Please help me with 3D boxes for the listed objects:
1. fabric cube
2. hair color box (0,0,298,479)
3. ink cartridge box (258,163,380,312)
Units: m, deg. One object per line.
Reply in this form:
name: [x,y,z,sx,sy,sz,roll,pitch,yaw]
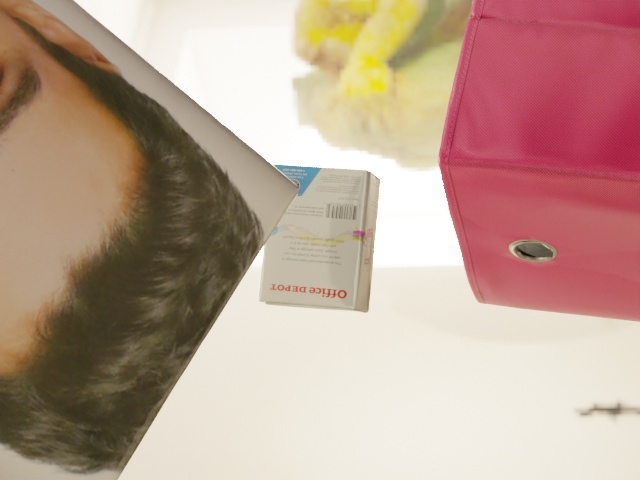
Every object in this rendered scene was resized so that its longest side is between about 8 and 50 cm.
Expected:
fabric cube: [0.255,-0.094,1.161,0.254,0.258,0.259,66,-145,-60]
hair color box: [-0.210,-0.055,0.521,0.113,0.374,0.185,-36,19,50]
ink cartridge box: [0.000,0.000,1.290,0.052,0.088,0.122,28,-112,-74]
